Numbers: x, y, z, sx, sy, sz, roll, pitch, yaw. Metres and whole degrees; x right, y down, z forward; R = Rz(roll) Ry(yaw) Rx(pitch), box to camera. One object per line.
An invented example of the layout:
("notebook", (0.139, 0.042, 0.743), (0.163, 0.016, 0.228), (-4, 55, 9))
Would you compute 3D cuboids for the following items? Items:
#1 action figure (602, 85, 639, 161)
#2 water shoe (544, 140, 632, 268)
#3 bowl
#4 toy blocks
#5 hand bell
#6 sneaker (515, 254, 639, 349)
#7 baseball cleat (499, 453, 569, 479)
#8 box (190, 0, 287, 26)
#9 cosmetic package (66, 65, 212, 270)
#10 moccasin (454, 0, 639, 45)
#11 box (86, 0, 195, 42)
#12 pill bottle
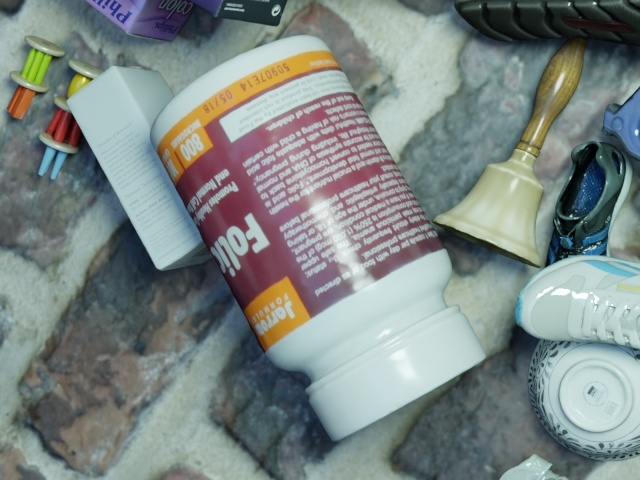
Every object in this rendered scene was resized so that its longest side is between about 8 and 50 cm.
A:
("action figure", (0.464, -0.088, 1.189), (0.341, 0.179, 0.330), (47, 115, 38))
("water shoe", (0.263, -0.006, 1.303), (0.073, 0.080, 0.203), (14, 90, 41))
("bowl", (0.295, 0.158, 1.315), (0.170, 0.080, 0.170), (2, 95, 22))
("toy blocks", (-0.342, -0.163, 1.549), (0.123, 0.054, 0.148), (29, 104, 16))
("hand bell", (0.224, -0.105, 1.325), (0.126, 0.126, 0.242), (24, 90, 18))
("sneaker", (0.310, 0.069, 1.247), (0.229, 0.092, 0.087), (-1, 111, -6))
("baseball cleat", (0.270, 0.278, 1.338), (0.206, 0.072, 0.109), (-15, 82, 17))
("box", (-0.126, -0.357, 1.257), (0.261, 0.103, 0.184), (36, 112, 31))
("cosmetic package", (-0.190, -0.086, 1.464), (0.085, 0.117, 0.231), (-34, 81, 19))
("moccasin", (0.309, -0.263, 1.214), (0.380, 0.139, 0.147), (11, 75, 49))
("box", (-0.212, -0.393, 1.450), (0.213, 0.117, 0.243), (39, 106, 14))
("pill bottle", (0.000, 0.000, 1.339), (0.224, 0.224, 0.392), (-32, 82, 20))
